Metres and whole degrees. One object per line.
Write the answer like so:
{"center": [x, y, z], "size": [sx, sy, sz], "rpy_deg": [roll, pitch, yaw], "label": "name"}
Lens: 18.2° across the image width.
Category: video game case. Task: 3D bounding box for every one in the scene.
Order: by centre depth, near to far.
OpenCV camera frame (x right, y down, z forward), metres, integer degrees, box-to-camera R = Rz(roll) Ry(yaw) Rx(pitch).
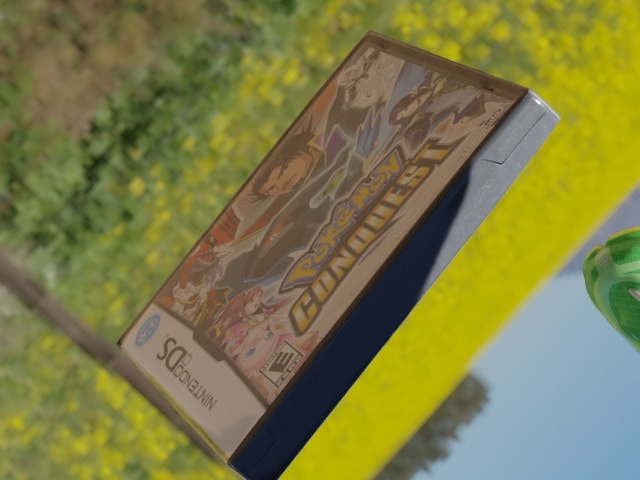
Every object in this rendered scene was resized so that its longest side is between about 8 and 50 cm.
{"center": [0.000, 0.000, 1.235], "size": [0.275, 0.035, 0.248], "rpy_deg": [-52, -156, -2], "label": "video game case"}

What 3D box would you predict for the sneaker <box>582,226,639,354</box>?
{"center": [0.268, 0.107, 1.198], "size": [0.123, 0.295, 0.109], "rpy_deg": [-32, 165, -47], "label": "sneaker"}
